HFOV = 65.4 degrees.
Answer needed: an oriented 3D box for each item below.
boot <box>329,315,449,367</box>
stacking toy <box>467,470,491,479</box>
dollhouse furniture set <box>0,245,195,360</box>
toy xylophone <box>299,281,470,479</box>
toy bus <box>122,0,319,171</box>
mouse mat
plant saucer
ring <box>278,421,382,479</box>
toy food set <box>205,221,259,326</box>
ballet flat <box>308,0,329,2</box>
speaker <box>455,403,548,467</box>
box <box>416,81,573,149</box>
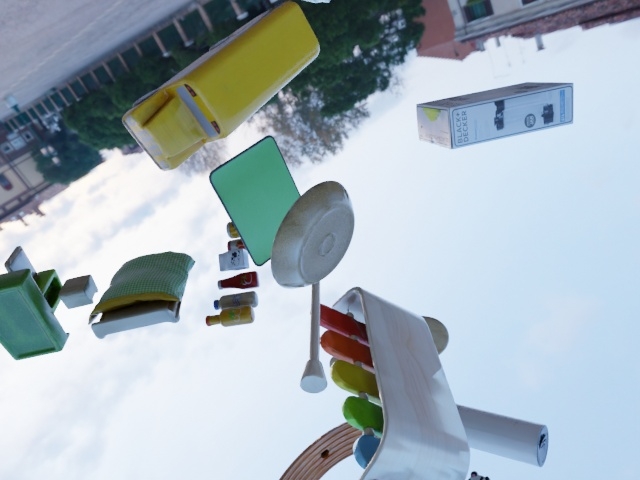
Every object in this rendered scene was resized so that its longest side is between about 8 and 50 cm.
[{"bbox_3d":[0.174,0.202,1.046,0.295,0.104,0.211,-29,169,37],"label":"boot"},{"bbox_3d":[0.257,0.378,0.556,0.052,0.167,0.221,-41,-152,-10],"label":"stacking toy"},{"bbox_3d":[-0.396,0.061,0.873,0.301,0.151,0.197,-12,-147,1],"label":"dollhouse furniture set"},{"bbox_3d":[0.067,0.163,0.632,0.081,0.236,0.323,-54,-167,25],"label":"toy xylophone"},{"bbox_3d":[-0.148,-0.251,0.800,0.130,0.108,0.333,0,-138,45],"label":"toy bus"},{"bbox_3d":[-0.098,-0.069,0.869,0.007,0.190,0.152,6,-142,48],"label":"mouse mat"},{"bbox_3d":[0.000,0.000,0.346,0.015,0.083,0.083,30,-122,30],"label":"plant saucer"},{"bbox_3d":[0.047,0.423,0.789,0.336,0.337,0.032,-37,-151,-18],"label":"ring"},{"bbox_3d":[-0.203,0.077,1.121,0.104,0.232,0.111,-10,170,7],"label":"toy food set"},{"bbox_3d":[0.012,-0.252,0.431,0.086,0.086,0.248,-43,-152,-27],"label":"ballet flat"},{"bbox_3d":[0.237,0.264,0.685,0.136,0.055,0.055,1,-142,39],"label":"speaker"},{"bbox_3d":[0.378,-0.280,1.100,0.290,0.087,0.169,-13,-159,-9],"label":"box"}]
